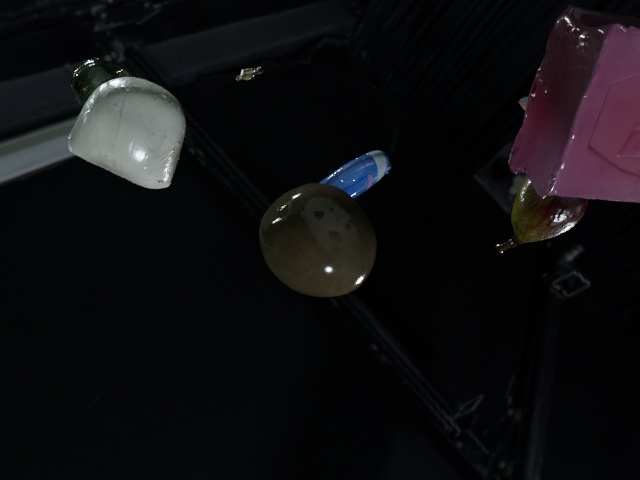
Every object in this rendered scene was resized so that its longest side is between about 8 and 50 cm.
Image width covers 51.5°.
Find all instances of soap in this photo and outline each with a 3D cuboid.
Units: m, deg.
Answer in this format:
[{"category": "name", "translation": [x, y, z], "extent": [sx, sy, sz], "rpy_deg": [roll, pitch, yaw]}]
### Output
[{"category": "soap", "translation": [0.467, -0.171, 0.912], "extent": [0.359, 0.233, 0.128], "rpy_deg": [3, -152, -18]}]

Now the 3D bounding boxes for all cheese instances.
[{"category": "cheese", "translation": [-0.340, -0.199, 1.194], "extent": [0.198, 0.189, 0.154], "rpy_deg": [24, -161, -10]}]

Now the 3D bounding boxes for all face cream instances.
[{"category": "face cream", "translation": [0.101, -0.183, 1.966], "extent": [0.264, 0.149, 0.083], "rpy_deg": [-33, -113, -23]}]

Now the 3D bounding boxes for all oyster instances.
[{"category": "oyster", "translation": [-0.146, -0.353, 1.403], "extent": [0.083, 0.054, 0.019], "rpy_deg": [-66, -35, -59]}]

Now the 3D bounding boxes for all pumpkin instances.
[{"category": "pumpkin", "translation": [-0.558, -0.387, 1.735], "extent": [0.146, 0.190, 0.190], "rpy_deg": [-28, -109, -2]}]

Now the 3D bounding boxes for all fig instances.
[{"category": "fig", "translation": [0.547, -0.060, 1.704], "extent": [0.145, 0.274, 0.170], "rpy_deg": [12, -140, -38]}]

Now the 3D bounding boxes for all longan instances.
[{"category": "longan", "translation": [-0.001, 0.004, 1.629], "extent": [0.297, 0.297, 0.297], "rpy_deg": [19, -132, -23]}]

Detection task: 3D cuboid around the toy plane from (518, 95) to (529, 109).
[{"category": "toy plane", "translation": [0.596, -0.353, 1.483], "extent": [0.104, 0.326, 0.223], "rpy_deg": [59, -175, 33]}]
